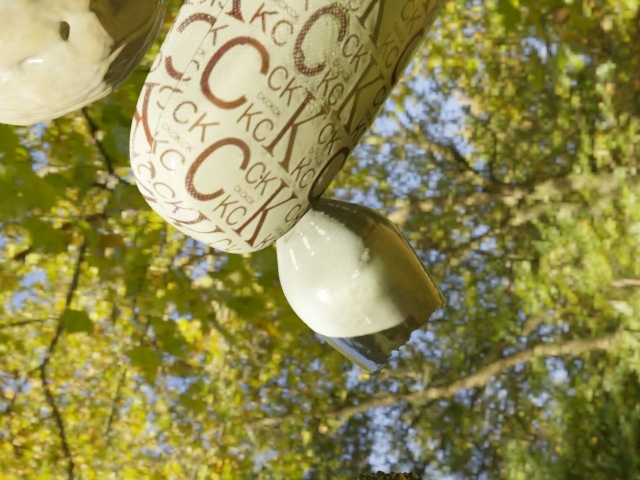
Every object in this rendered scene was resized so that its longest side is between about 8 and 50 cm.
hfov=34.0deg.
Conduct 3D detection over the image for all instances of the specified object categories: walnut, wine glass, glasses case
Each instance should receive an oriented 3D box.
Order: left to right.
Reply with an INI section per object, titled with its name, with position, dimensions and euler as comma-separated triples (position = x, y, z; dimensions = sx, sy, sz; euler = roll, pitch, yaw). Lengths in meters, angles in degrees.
[walnut]
position = -0.231, -0.199, 0.817
dimensions = 0.224, 0.224, 0.224
euler = -10, -78, -56
[wine glass]
position = 0.000, 0.000, 0.957
dimensions = 0.241, 0.126, 0.126
euler = 47, -133, -5
[glasses case]
position = 0.017, -0.156, 0.575
dimensions = 0.355, 0.085, 0.137
euler = -60, -31, -6

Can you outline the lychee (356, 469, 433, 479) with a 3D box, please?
[lychee]
position = 0.099, 0.438, 1.262
dimensions = 0.270, 0.270, 0.320
euler = 10, -119, -56
